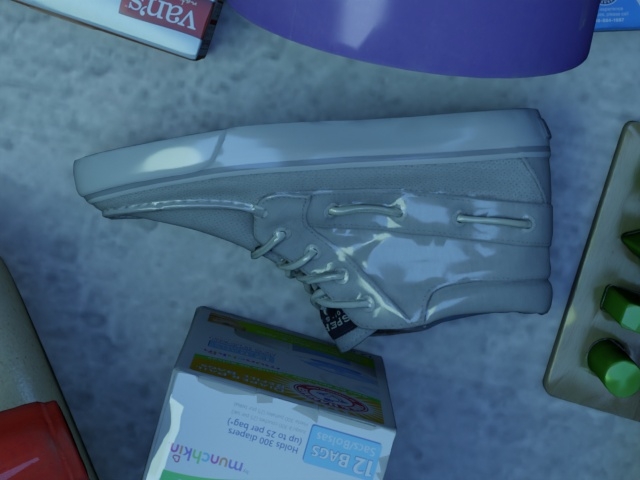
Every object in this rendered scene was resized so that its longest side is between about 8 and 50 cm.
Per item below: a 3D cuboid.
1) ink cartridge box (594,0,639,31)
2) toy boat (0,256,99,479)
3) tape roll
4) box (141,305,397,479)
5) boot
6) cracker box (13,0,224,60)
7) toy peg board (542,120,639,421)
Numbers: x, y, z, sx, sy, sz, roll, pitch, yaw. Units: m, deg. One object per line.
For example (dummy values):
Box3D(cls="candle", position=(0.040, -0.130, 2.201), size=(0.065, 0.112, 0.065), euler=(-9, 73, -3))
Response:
Box3D(cls="ink cartridge box", position=(0.172, -0.175, 1.024), size=(0.089, 0.052, 0.122), euler=(-2, 95, 1))
Box3D(cls="toy boat", position=(-0.191, 0.113, 0.923), size=(0.148, 0.318, 0.267), euler=(-23, 92, -8))
Box3D(cls="tape roll", position=(0.050, -0.148, 0.953), size=(0.189, 0.189, 0.080), euler=(10, 112, -1))
Box3D(cls="box", position=(-0.030, 0.110, 0.980), size=(0.114, 0.203, 0.103), euler=(16, 96, -2))
Box3D(cls="boot", position=(0.000, 0.000, 1.021), size=(0.258, 0.095, 0.123), euler=(-5, 89, 0))
Box3D(cls="cracker box", position=(-0.101, -0.228, 1.012), size=(0.156, 0.067, 0.232), euler=(19, 95, -1))
Box3D(cls="toy peg board", position=(0.224, 0.035, 1.033), size=(0.161, 0.079, 0.161), euler=(17, 96, -1))
